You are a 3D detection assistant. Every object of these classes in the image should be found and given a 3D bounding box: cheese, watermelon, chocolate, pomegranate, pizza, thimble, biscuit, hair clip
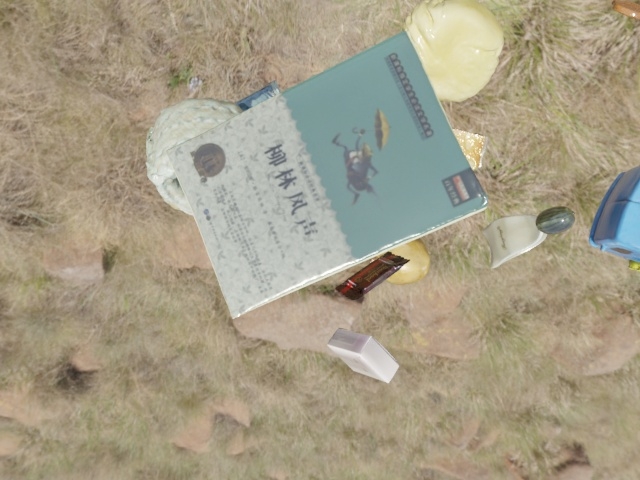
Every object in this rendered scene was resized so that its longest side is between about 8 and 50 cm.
[{"bbox_3d":[0.284,-0.422,1.000,0.225,0.117,0.214,14,142,-5],"label":"cheese"},{"bbox_3d":[0.658,-0.057,1.268,0.078,0.078,0.110,21,157,-22],"label":"watermelon"},{"bbox_3d":[0.122,0.081,1.053,0.182,0.086,0.028,-36,123,-23],"label":"chocolate"},{"bbox_3d":[0.398,0.081,2.219,0.306,0.307,0.308,-2,132,-2],"label":"pomegranate"},{"bbox_3d":[0.331,-0.210,1.210,0.188,0.080,0.204,8,102,1],"label":"pizza"},{"bbox_3d":[-0.287,-0.199,1.139,0.291,0.195,0.292,-10,151,-6],"label":"thimble"},{"bbox_3d":[0.591,-0.440,0.864,0.091,0.078,0.015,-19,143,-32],"label":"biscuit"},{"bbox_3d":[0.740,-0.011,1.745,0.113,0.173,0.282,9,157,-40],"label":"hair clip"}]

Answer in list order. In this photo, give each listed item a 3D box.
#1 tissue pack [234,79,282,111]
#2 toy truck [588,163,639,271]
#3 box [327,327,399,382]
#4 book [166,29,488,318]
[{"bbox_3d":[-0.263,-0.477,1.854,0.315,0.103,0.228,-19,114,24],"label":"tissue pack"},{"bbox_3d":[0.601,0.011,0.630,0.162,0.384,0.161,14,100,-65],"label":"toy truck"},{"bbox_3d":[0.180,0.487,1.944,0.203,0.106,0.251,49,154,-22],"label":"box"},{"bbox_3d":[-0.003,-0.085,0.621,0.379,0.264,0.031,-25,174,9],"label":"book"}]
